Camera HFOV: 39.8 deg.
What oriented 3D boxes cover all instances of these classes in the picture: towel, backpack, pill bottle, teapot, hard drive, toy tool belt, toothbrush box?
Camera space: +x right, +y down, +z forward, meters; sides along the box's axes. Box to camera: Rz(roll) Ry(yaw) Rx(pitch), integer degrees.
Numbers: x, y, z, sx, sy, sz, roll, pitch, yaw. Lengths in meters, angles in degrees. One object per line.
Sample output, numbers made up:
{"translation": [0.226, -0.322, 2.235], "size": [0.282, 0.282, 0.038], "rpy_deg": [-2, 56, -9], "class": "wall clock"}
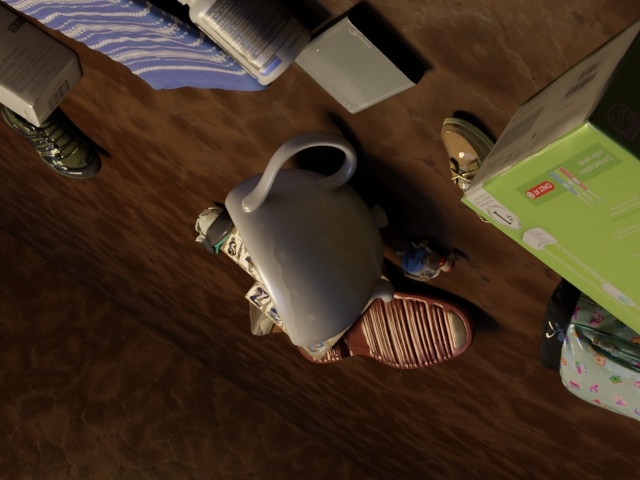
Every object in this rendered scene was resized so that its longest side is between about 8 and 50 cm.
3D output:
{"translation": [-0.243, -0.244, 1.007], "size": [0.243, 0.040, 0.336], "rpy_deg": [14, 174, 45], "class": "towel"}
{"translation": [0.339, 0.126, 0.980], "size": [0.182, 0.115, 0.152], "rpy_deg": [23, 155, 25], "class": "backpack"}
{"translation": [-0.082, -0.229, 0.889], "size": [0.137, 0.078, 0.078], "rpy_deg": [41, 160, -18], "class": "pill bottle"}
{"translation": [0.000, 0.000, 1.158], "size": [0.252, 0.187, 0.256], "rpy_deg": [64, 176, -2], "class": "teapot"}
{"translation": [0.035, -0.179, 0.896], "size": [0.094, 0.022, 0.135], "rpy_deg": [41, 160, -16], "class": "hard drive"}
{"translation": [0.136, 0.025, 1.173], "size": [0.051, 0.052, 0.083], "rpy_deg": [33, 162, -19], "class": "toy tool belt"}
{"translation": [0.289, -0.018, 0.705], "size": [0.283, 0.122, 0.206], "rpy_deg": [37, 161, -4], "class": "toothbrush box"}

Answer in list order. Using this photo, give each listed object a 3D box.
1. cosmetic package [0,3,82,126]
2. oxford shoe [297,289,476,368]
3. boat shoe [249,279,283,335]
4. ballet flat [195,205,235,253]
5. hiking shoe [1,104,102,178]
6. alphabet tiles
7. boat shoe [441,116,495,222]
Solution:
{"translation": [-0.503, -0.294, 1.384], "size": [0.231, 0.117, 0.085], "rpy_deg": [33, 160, 3], "class": "cosmetic package"}
{"translation": [0.114, 0.126, 1.407], "size": [0.348, 0.130, 0.123], "rpy_deg": [-3, 99, 44], "class": "oxford shoe"}
{"translation": [-0.040, 0.074, 1.523], "size": [0.116, 0.123, 0.324], "rpy_deg": [4, 156, -14], "class": "boat shoe"}
{"translation": [-0.191, -0.021, 1.586], "size": [0.074, 0.074, 0.203], "rpy_deg": [37, 163, -4], "class": "ballet flat"}
{"translation": [-0.512, -0.201, 1.664], "size": [0.227, 0.086, 0.114], "rpy_deg": [37, 164, -3], "class": "hiking shoe"}
{"translation": [-0.038, 0.049, 1.368], "size": [0.237, 0.009, 0.198], "rpy_deg": [41, 121, 3], "class": "alphabet tiles"}
{"translation": [0.160, -0.070, 0.913], "size": [0.050, 0.045, 0.135], "rpy_deg": [11, 150, 49], "class": "boat shoe"}
